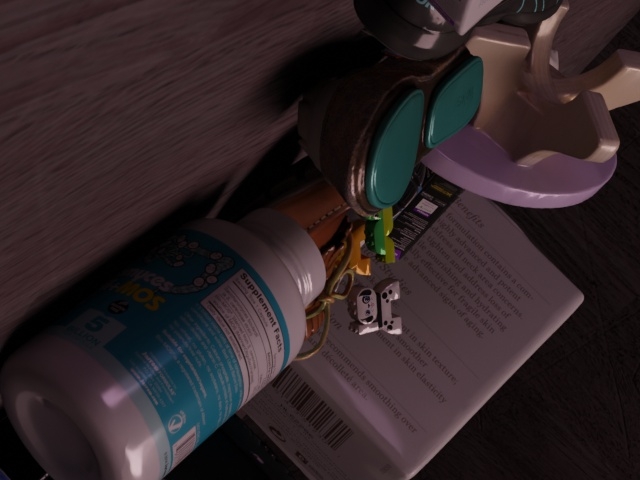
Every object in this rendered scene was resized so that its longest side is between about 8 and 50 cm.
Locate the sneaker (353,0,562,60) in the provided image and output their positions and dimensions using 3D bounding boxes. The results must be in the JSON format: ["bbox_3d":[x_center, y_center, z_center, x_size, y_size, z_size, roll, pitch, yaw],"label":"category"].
[{"bbox_3d":[0.133,-0.210,0.966,0.267,0.101,0.106,-38,169,-48],"label":"sneaker"}]

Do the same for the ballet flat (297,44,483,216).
[{"bbox_3d":[0.043,-0.097,1.087,0.316,0.106,0.108,-37,137,-64],"label":"ballet flat"}]

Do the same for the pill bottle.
[{"bbox_3d":[-0.112,0.079,1.065,0.264,0.146,0.146,-40,172,-37],"label":"pill bottle"}]

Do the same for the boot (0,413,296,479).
[{"bbox_3d":[-0.161,0.207,1.154,0.207,0.246,0.094,-46,174,-10],"label":"boot"}]

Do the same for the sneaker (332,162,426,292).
[{"bbox_3d":[0.000,0.000,1.478,0.297,0.111,0.129,-43,-178,1],"label":"sneaker"}]

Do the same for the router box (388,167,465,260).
[{"bbox_3d":[0.112,-0.082,1.537,0.133,0.046,0.179,-49,-158,33],"label":"router box"}]

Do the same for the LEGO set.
[{"bbox_3d":[0.016,-0.014,1.356,0.093,0.227,0.087,-11,-166,-27],"label":"LEGO set"}]

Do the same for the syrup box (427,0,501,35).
[{"bbox_3d":[0.086,-0.204,0.714,0.093,0.096,0.237,-42,174,-5],"label":"syrup box"}]

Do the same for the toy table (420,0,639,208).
[{"bbox_3d":[0.231,-0.153,1.424,0.274,0.252,0.161,-4,149,-32],"label":"toy table"}]

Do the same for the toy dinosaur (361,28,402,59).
[{"bbox_3d":[0.061,-0.156,1.027,0.047,0.090,0.082,-30,143,4],"label":"toy dinosaur"}]

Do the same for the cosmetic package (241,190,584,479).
[{"bbox_3d":[0.101,0.139,1.977,0.393,0.329,0.327,-41,172,-24],"label":"cosmetic package"}]

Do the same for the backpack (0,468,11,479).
[{"bbox_3d":[-0.273,0.208,1.022,0.084,0.114,0.105,-41,172,-27],"label":"backpack"}]

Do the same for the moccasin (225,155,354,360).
[{"bbox_3d":[-0.043,0.047,1.283,0.139,0.147,0.380,-37,171,-48],"label":"moccasin"}]

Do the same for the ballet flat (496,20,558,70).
[{"bbox_3d":[0.241,-0.217,1.620,0.095,0.096,0.280,-45,174,12],"label":"ballet flat"}]
